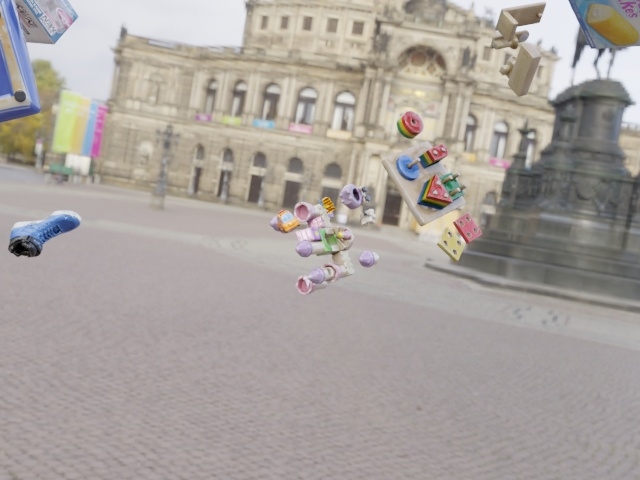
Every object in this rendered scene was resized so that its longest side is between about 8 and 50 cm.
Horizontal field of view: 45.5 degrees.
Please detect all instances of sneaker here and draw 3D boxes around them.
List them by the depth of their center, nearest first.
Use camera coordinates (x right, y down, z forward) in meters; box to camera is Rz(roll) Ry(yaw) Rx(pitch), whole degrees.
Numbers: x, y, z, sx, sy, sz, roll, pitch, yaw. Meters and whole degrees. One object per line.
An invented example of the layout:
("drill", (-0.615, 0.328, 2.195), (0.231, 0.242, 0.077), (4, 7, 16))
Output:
("sneaker", (-0.563, -0.007, 1.555), (0.152, 0.085, 0.058), (-11, -44, 5))

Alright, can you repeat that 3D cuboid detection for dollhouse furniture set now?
("dollhouse furniture set", (0.497, -0.451, 1.799), (0.123, 0.144, 0.151), (-15, 54, -19))

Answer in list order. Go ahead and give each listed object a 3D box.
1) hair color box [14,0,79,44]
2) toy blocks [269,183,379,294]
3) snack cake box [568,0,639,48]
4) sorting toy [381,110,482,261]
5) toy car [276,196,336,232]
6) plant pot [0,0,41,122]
("hair color box", (-0.761, -0.574, 1.819), (0.347, 0.105, 0.174), (13, -30, 32))
("toy blocks", (0.000, 0.000, 2.436), (0.308, 0.289, 0.260), (-24, -11, 30))
("snack cake box", (0.510, -0.459, 1.321), (0.152, 0.089, 0.264), (12, -26, 47))
("sorting toy", (0.195, -0.100, 1.319), (0.132, 0.275, 0.046), (-24, -8, -42))
("toy car", (-0.034, -0.057, 1.489), (0.122, 0.041, 0.060), (-27, 16, 2))
("plant pot", (-0.592, -0.294, 1.247), (0.235, 0.236, 0.212), (-17, 21, -23))
